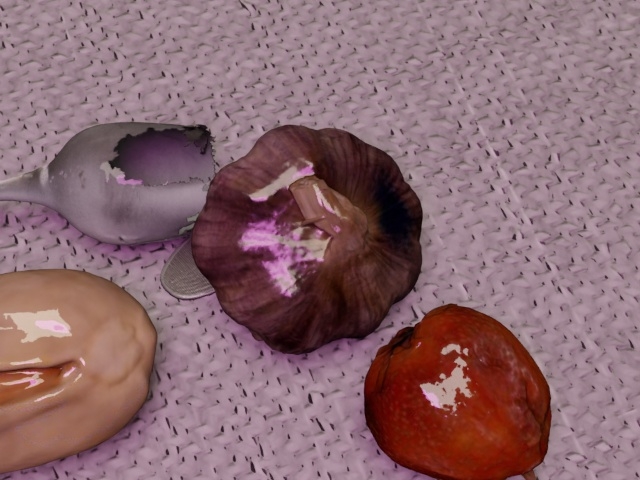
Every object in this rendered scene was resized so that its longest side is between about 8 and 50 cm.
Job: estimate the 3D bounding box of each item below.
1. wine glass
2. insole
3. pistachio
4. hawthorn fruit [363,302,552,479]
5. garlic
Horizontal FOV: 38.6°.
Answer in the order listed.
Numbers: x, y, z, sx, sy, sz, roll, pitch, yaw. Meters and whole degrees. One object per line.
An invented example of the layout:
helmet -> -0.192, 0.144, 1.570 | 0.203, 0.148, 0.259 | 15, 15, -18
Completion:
wine glass -> -0.268, -0.056, 0.976 | 0.321, 0.143, 0.143 | -6, 66, -4
insole -> -0.079, -0.012, 1.025 | 0.232, 0.003, 0.080 | -39, 72, -16
pistachio -> -0.307, 0.125, 0.883 | 0.299, 0.187, 0.188 | -11, 66, 2
hawthorn fruit -> 0.132, 0.152, 0.880 | 0.179, 0.173, 0.174 | 23, 65, -19
garlic -> 0.000, 0.000, 0.911 | 0.244, 0.160, 0.245 | -2, 95, -24
